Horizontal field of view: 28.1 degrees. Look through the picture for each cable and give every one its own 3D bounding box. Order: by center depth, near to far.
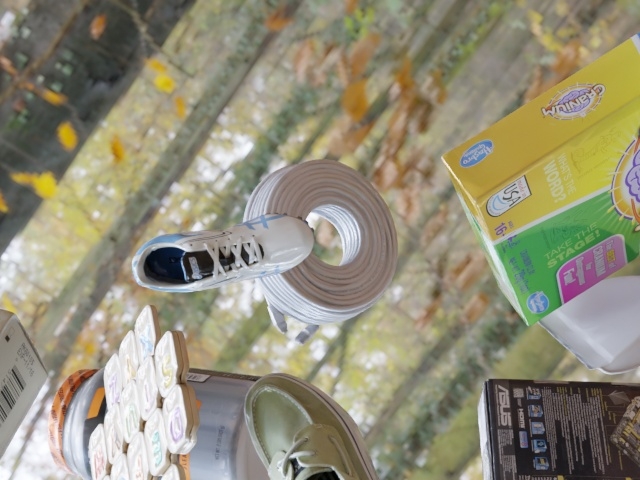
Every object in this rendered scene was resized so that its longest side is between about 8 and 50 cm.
[{"bbox_3d":[0.000,0.000,1.980,0.257,0.089,0.257,-31,-87,-35],"label":"cable"}]

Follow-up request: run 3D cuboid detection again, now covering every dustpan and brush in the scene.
[{"bbox_3d":[0.342,0.072,1.318,0.060,0.211,0.147,63,173,-27],"label":"dustpan and brush"}]

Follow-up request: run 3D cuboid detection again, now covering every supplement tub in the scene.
[{"bbox_3d":[-0.203,0.268,1.761,0.316,0.194,0.193,3,-179,26],"label":"supplement tub"}]

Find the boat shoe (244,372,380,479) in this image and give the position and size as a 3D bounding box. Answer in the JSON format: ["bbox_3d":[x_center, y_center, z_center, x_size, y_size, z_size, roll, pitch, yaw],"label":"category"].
[{"bbox_3d":[0.004,0.248,1.349,0.302,0.109,0.094,50,-172,34],"label":"boat shoe"}]

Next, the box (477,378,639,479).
[{"bbox_3d":[0.395,0.390,1.828,0.318,0.097,0.395,0,-124,-1],"label":"box"}]

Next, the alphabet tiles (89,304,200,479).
[{"bbox_3d":[-0.211,0.230,1.494,0.021,0.284,0.278,6,-127,-30],"label":"alphabet tiles"}]

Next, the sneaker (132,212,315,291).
[{"bbox_3d":[-0.122,0.022,1.602,0.086,0.237,0.085,-69,-33,-68],"label":"sneaker"}]

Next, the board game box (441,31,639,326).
[{"bbox_3d":[0.291,-0.078,1.224,0.064,0.316,0.242,58,-179,38],"label":"board game box"}]

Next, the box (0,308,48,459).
[{"bbox_3d":[-0.464,0.129,1.341,0.311,0.148,0.121,13,145,20],"label":"box"}]
